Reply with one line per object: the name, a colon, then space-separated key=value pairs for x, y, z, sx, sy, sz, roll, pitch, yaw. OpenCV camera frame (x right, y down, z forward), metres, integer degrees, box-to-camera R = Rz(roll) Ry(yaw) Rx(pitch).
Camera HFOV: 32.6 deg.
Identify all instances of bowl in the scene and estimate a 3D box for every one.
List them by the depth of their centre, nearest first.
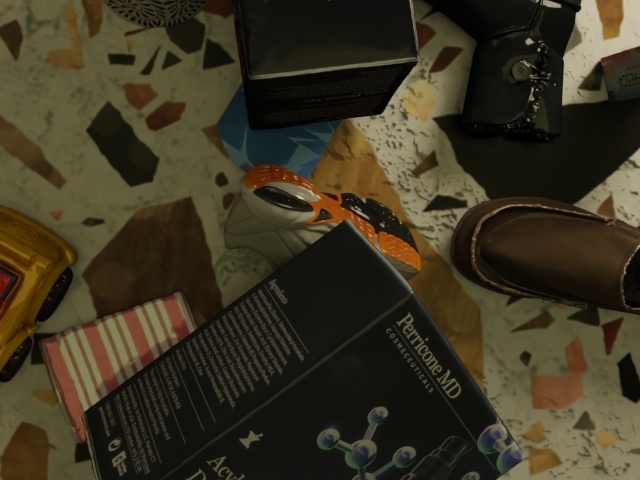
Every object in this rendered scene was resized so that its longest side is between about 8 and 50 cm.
bowl: x=-0.204 y=-0.353 z=1.342 sx=0.170 sy=0.080 sz=0.170 roll=0 pitch=92 yaw=-5

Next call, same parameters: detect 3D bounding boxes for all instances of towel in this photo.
towel: x=-0.242 y=0.160 z=1.389 sx=0.197 sy=0.029 sz=0.144 roll=-19 pitch=94 yaw=-6

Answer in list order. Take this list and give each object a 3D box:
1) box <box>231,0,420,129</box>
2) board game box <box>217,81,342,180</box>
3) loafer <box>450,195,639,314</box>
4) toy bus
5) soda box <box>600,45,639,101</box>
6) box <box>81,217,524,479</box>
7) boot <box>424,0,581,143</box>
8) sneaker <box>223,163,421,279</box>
box: x=-0.017 y=-0.321 z=1.227 sx=0.179 sy=0.312 sz=0.343 roll=-7 pitch=87 yaw=-3
board game box: x=-0.048 y=-0.154 z=1.387 sx=0.133 sy=0.033 sz=0.168 roll=30 pitch=84 yaw=-1
loafer: x=0.349 y=0.021 z=1.374 sx=0.366 sy=0.130 sz=0.133 roll=8 pitch=92 yaw=-5
toy bus: x=-0.402 y=0.078 z=1.281 sx=0.149 sy=0.211 sz=0.220 roll=30 pitch=91 yaw=-7
soda box: x=0.406 y=-0.210 z=1.342 sx=0.058 sy=0.183 sz=0.063 roll=-14 pitch=95 yaw=-3
box: x=-0.021 y=0.227 z=1.267 sx=0.395 sy=0.212 sz=0.293 roll=-37 pitch=120 yaw=-2
boot: x=0.202 y=-0.237 z=1.369 sx=0.247 sy=0.094 sz=0.207 roll=12 pitch=88 yaw=-11
sneaker: x=0.000 y=0.000 z=1.378 sx=0.262 sy=0.099 sz=0.121 roll=23 pitch=127 yaw=-18
